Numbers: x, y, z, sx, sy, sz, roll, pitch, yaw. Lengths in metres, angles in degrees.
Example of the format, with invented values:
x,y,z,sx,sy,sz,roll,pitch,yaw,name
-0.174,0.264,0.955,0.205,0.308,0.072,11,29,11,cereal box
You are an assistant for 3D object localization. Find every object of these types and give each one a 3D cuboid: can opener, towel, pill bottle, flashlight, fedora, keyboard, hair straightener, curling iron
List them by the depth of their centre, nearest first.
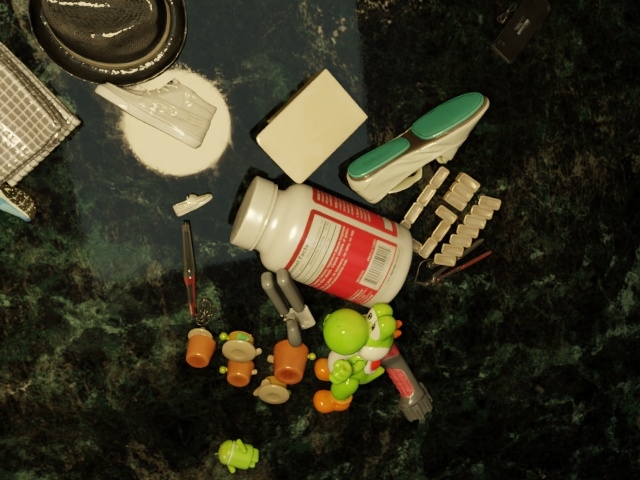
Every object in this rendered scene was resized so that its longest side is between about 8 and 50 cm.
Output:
x,y,z,sx,sy,sz,roll,pitch,yaw,name
-0.459,-0.486,1.167,0.335,0.152,0.333,-3,105,-10,fedora
-0.716,-0.280,1.184,0.235,0.121,0.283,-40,108,1,towel
-0.072,0.166,1.332,0.074,0.093,0.280,-13,141,5,can opener
0.000,0.000,1.338,0.408,0.229,0.228,22,98,-15,pill bottle
-0.320,0.088,1.398,0.068,0.035,0.273,-12,106,-12,curling iron
0.506,-0.561,1.409,0.108,0.023,0.180,33,95,-23,keyboard
0.356,0.052,1.526,0.231,0.047,0.089,-29,90,3,hair straightener
0.210,0.381,1.543,0.103,0.103,0.304,-22,110,22,flashlight

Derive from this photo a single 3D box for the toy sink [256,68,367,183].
x,y,z,sx,sy,sz,roll,pitch,yaw,name
-0.033,-0.270,1.317,0.234,0.131,0.153,-46,107,-3,toy sink

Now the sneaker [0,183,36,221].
x,y,z,sx,sy,sz,roll,pitch,yaw,name
-0.740,-0.093,1.267,0.162,0.063,0.073,35,113,-13,sneaker

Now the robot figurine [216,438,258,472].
x,y,z,sx,sy,sz,roll,pitch,yaw,name
-0.232,0.596,1.523,0.115,0.067,0.101,21,119,-15,robot figurine

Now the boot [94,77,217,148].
x,y,z,sx,sy,sz,roll,pitch,yaw,name
-0.373,-0.324,1.266,0.258,0.095,0.123,27,91,-24,boot

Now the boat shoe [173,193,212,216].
x,y,z,sx,sy,sz,roll,pitch,yaw,name
-0.318,-0.096,1.354,0.100,0.035,0.035,-25,110,3,boat shoe

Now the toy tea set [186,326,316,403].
x,y,z,sx,sy,sz,roll,pitch,yaw,name
-0.186,0.299,1.457,0.336,0.124,0.200,31,126,-20,toy tea set

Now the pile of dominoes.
x,y,z,sx,sy,sz,roll,pitch,yaw,name
0.341,-0.062,1.489,0.196,0.040,0.251,34,100,-5,pile of dominoes

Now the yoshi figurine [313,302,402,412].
x,y,z,sx,sy,sz,roll,pitch,yaw,name
0.054,0.277,1.370,0.203,0.203,0.362,42,134,18,yoshi figurine

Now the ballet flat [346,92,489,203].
x,y,z,sx,sy,sz,roll,pitch,yaw,name
0.255,-0.228,1.399,0.401,0.139,0.139,-32,107,2,ballet flat
